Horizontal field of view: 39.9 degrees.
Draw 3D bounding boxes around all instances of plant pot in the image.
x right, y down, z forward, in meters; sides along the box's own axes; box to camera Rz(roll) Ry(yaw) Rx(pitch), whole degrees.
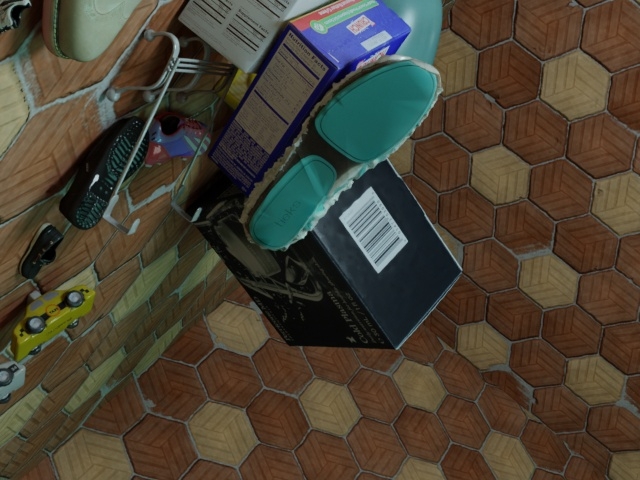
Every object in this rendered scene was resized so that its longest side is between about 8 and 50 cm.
[{"bbox_3d":[0.139,-0.486,1.979,0.235,0.293,0.293,-69,168,19],"label":"plant pot"}]

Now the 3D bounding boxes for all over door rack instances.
[{"bbox_3d":[-0.260,-0.184,1.463,0.239,0.108,0.324,-21,130,-68],"label":"over door rack"}]

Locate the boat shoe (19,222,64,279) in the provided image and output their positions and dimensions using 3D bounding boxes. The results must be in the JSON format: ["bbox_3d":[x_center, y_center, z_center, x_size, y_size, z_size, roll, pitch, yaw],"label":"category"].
[{"bbox_3d":[-0.494,0.027,1.559,0.133,0.042,0.049,-52,176,33],"label":"boat shoe"}]

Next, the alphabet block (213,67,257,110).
[{"bbox_3d":[-0.079,-0.305,1.842,0.192,0.193,0.197,-52,174,0],"label":"alphabet block"}]

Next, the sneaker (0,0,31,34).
[{"bbox_3d":[-0.353,-0.241,0.973,0.083,0.037,0.032,-50,176,14],"label":"sneaker"}]

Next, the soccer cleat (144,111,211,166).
[{"bbox_3d":[-0.266,-0.203,1.658,0.095,0.083,0.248,-58,168,25],"label":"soccer cleat"}]

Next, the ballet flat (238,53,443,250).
[{"bbox_3d":[0.016,-0.154,1.407,0.409,0.147,0.147,-43,177,19],"label":"ballet flat"}]

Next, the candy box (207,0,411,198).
[{"bbox_3d":[-0.019,-0.253,1.515,0.268,0.122,0.317,-38,170,-50],"label":"candy box"}]

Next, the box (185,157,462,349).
[{"bbox_3d":[0.000,0.000,2.166,0.297,0.479,0.472,-45,-161,-27],"label":"box"}]

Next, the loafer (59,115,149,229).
[{"bbox_3d":[-0.369,-0.123,1.471,0.220,0.078,0.080,-59,146,-22],"label":"loafer"}]

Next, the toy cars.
[{"bbox_3d":[-0.607,0.219,1.722,0.393,0.087,0.176,-47,169,2],"label":"toy cars"}]

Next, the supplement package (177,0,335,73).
[{"bbox_3d":[-0.088,-0.393,1.434,0.203,0.149,0.194,-52,175,16],"label":"supplement package"}]

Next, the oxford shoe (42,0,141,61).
[{"bbox_3d":[-0.185,-0.350,1.007,0.397,0.146,0.140,-53,174,25],"label":"oxford shoe"}]
